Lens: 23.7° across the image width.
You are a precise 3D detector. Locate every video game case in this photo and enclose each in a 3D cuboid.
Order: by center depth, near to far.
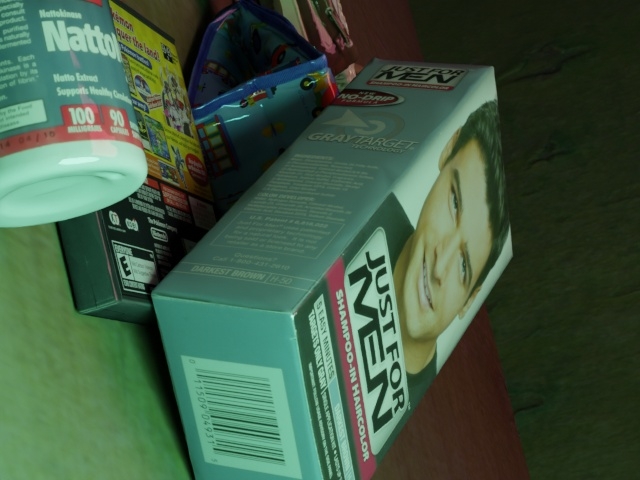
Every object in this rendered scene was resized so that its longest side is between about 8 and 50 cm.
[{"bbox_3d":[-0.137,-0.060,1.103,0.275,0.035,0.248,24,50,-74],"label":"video game case"}]

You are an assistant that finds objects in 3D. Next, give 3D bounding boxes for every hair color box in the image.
[{"bbox_3d":[0.027,0.024,1.154,0.374,0.113,0.185,-51,139,-49],"label":"hair color box"}]

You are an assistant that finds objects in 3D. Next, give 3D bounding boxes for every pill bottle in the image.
[{"bbox_3d":[-0.166,-0.107,0.844,0.108,0.108,0.180,31,43,-74],"label":"pill bottle"}]

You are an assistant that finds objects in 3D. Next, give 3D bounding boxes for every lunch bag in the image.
[{"bbox_3d":[-0.044,-0.094,1.451,0.293,0.138,0.221,-112,-179,-65],"label":"lunch bag"}]

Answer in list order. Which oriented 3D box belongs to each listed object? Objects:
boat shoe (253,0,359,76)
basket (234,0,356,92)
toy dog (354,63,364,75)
[{"bbox_3d":[-0.033,-0.282,1.538,0.095,0.095,0.257,-150,-142,-71],"label":"boat shoe"},{"bbox_3d":[-0.023,-0.213,1.678,0.103,0.113,0.167,64,15,-49],"label":"basket"},{"bbox_3d":[0.101,-0.095,1.984,0.220,0.161,0.334,-94,163,-47],"label":"toy dog"}]
